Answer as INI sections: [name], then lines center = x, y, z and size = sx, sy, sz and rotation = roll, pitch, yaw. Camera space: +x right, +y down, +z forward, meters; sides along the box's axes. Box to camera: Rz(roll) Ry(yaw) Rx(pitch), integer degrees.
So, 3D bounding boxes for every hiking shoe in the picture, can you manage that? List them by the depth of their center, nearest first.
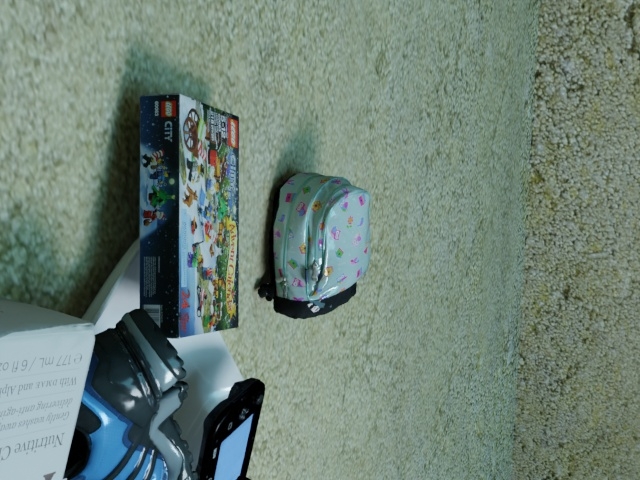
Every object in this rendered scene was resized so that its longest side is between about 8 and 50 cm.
[hiking shoe]
center = -0.197, 0.190, 0.944
size = 0.132, 0.113, 0.304
rotation = -22, 137, -23

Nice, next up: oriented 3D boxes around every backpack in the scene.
[backpack]
center = 0.000, 0.000, 1.323
size = 0.152, 0.115, 0.181
rotation = -30, 127, -54

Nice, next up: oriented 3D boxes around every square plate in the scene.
[square plate]
center = -0.216, 0.206, 1.058
size = 0.347, 0.049, 0.344
rotation = -60, 151, -30

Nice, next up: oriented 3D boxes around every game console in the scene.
[game console]
center = -0.132, 0.323, 1.215
size = 0.213, 0.044, 0.361
rotation = -50, 158, -52

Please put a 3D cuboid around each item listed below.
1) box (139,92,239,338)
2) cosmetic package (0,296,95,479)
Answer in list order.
[box]
center = -0.130, -0.022, 1.025
size = 0.159, 0.044, 0.233
rotation = 2, 87, -73
[cosmetic package]
center = -0.319, 0.232, 0.722
size = 0.217, 0.156, 0.384
rotation = -1, 104, -66
